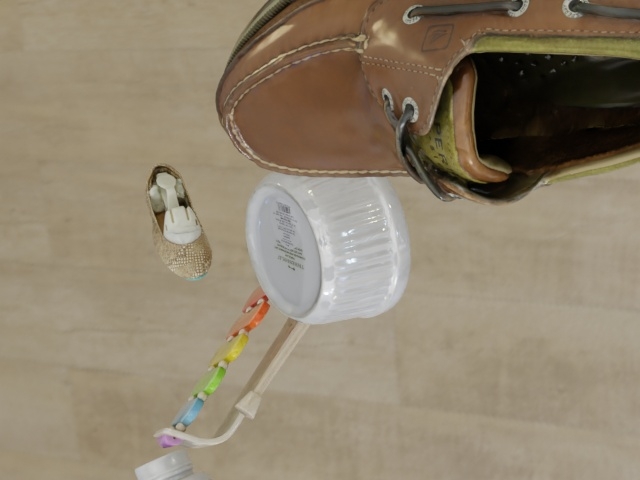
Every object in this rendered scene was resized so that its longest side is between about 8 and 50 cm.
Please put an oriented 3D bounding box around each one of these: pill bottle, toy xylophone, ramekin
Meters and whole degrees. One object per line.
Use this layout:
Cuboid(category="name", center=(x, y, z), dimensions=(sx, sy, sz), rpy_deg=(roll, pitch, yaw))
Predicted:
Cuboid(category="pill bottle", center=(-0.194, 0.419, 1.898), dimensions=(0.117, 0.117, 0.215), rpy_deg=(-29, 80, 31))
Cuboid(category="toy xylophone", center=(-0.099, 0.151, 1.752), dimensions=(0.081, 0.322, 0.236), rpy_deg=(35, 154, -6))
Cuboid(category="ramekin", center=(0.000, 0.000, 1.504), dimensions=(0.207, 0.109, 0.207), rpy_deg=(32, 129, 49))

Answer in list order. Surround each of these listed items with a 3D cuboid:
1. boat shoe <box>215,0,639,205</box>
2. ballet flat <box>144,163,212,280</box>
Cuboid(category="boat shoe", center=(0.065, -0.075, 0.585), dimensions=(0.307, 0.104, 0.110), rpy_deg=(-13, 133, 36))
Cuboid(category="ballet flat", center=(-0.199, -0.032, 1.753), dimensions=(0.206, 0.073, 0.067), rpy_deg=(-122, 22, -44))
